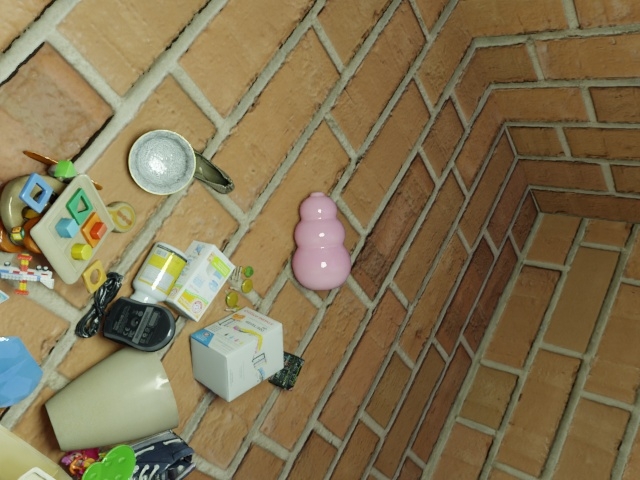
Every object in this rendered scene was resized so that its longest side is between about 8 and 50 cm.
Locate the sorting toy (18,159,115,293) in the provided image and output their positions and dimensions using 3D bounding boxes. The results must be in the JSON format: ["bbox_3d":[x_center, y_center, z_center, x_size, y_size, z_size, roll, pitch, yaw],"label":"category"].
[{"bbox_3d":[-0.543,-0.024,1.332,0.348,0.047,0.196,78,26,-44],"label":"sorting toy"}]

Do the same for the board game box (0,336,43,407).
[{"bbox_3d":[-0.745,0.306,1.382,0.133,0.033,0.169,-37,119,-31],"label":"board game box"}]

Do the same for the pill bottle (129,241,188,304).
[{"bbox_3d":[-0.449,0.103,1.612,0.103,0.103,0.184,43,67,-44],"label":"pill bottle"}]

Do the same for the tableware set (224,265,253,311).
[{"bbox_3d":[-0.261,0.156,1.895,0.104,0.024,0.154,13,88,-52],"label":"tableware set"}]

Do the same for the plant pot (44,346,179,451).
[{"bbox_3d":[-0.540,0.418,1.500,0.274,0.256,0.256,-20,114,-29],"label":"plant pot"}]

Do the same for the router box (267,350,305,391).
[{"bbox_3d":[-0.120,0.457,2.063,0.038,0.092,0.122,40,69,-45],"label":"router box"}]

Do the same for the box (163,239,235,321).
[{"bbox_3d":[-0.364,0.117,1.709,0.203,0.103,0.114,-57,134,-23],"label":"box"}]

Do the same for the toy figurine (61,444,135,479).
[{"bbox_3d":[-0.594,0.572,1.504,0.173,0.159,0.130,14,85,-63],"label":"toy figurine"}]

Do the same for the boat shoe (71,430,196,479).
[{"bbox_3d":[-0.506,0.638,1.622,0.340,0.158,0.127,-21,113,-44],"label":"boat shoe"}]

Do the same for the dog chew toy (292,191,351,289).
[{"bbox_3d":[0.000,0.000,2.027,0.206,0.206,0.332,-8,96,-47],"label":"dog chew toy"}]

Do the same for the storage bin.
[{"bbox_3d":[-0.671,0.563,1.346,0.123,0.262,0.260,-50,131,-26],"label":"storage bin"}]

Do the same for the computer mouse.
[{"bbox_3d":[-0.473,0.204,1.504,0.188,0.272,0.072,-65,156,-18],"label":"computer mouse"}]

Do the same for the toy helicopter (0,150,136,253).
[{"bbox_3d":[-0.595,-0.083,1.421,0.355,0.140,0.235,4,86,-59],"label":"toy helicopter"}]

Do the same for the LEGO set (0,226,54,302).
[{"bbox_3d":[-0.699,0.066,1.252,0.244,0.060,0.182,-27,131,10],"label":"LEGO set"}]

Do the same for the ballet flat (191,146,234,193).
[{"bbox_3d":[-0.337,-0.204,1.703,0.250,0.058,0.084,36,71,-46],"label":"ballet flat"}]

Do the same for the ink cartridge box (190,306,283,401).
[{"bbox_3d":[-0.253,0.343,1.817,0.232,0.171,0.168,-25,125,-44],"label":"ink cartridge box"}]

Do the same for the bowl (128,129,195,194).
[{"bbox_3d":[-0.423,-0.212,1.571,0.170,0.080,0.170,-4,105,-16],"label":"bowl"}]
